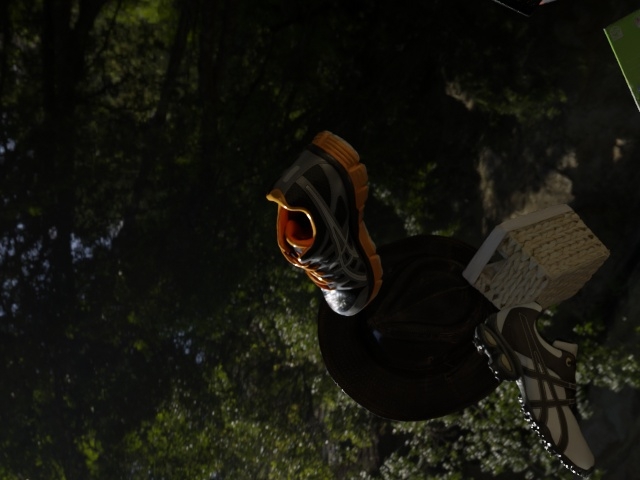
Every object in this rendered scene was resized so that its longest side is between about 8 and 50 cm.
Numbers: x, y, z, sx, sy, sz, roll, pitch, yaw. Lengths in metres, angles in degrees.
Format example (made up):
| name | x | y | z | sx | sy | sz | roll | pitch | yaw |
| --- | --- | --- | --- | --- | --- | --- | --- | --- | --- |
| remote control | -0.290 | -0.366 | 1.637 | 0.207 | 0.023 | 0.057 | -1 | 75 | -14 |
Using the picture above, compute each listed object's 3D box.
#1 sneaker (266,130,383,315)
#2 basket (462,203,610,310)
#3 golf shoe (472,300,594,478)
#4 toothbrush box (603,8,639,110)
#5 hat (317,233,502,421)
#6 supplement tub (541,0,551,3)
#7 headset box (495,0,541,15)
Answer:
| name | x | y | z | sx | sy | sz | roll | pitch | yaw |
| --- | --- | --- | --- | --- | --- | --- | --- | --- | --- |
| sneaker | 0.000 | 0.000 | 0.656 | 0.083 | 0.215 | 0.084 | -38 | -133 | -25 |
| basket | 0.306 | 0.032 | 0.972 | 0.167 | 0.113 | 0.103 | -14 | -126 | -36 |
| golf shoe | 0.251 | 0.158 | 0.745 | 0.094 | 0.077 | 0.198 | -33 | -93 | 7 |
| toothbrush box | 0.703 | -0.318 | 1.380 | 0.206 | 0.122 | 0.283 | -13 | -102 | -52 |
| hat | 0.155 | 0.117 | 1.069 | 0.331 | 0.134 | 0.331 | -2 | -111 | 4 |
| supplement tub | 0.417 | -0.447 | 1.086 | 0.198 | 0.106 | 0.106 | -1 | -151 | 48 |
| headset box | 0.222 | -0.473 | 0.858 | 0.131 | 0.246 | 0.283 | -4 | -130 | -50 |
